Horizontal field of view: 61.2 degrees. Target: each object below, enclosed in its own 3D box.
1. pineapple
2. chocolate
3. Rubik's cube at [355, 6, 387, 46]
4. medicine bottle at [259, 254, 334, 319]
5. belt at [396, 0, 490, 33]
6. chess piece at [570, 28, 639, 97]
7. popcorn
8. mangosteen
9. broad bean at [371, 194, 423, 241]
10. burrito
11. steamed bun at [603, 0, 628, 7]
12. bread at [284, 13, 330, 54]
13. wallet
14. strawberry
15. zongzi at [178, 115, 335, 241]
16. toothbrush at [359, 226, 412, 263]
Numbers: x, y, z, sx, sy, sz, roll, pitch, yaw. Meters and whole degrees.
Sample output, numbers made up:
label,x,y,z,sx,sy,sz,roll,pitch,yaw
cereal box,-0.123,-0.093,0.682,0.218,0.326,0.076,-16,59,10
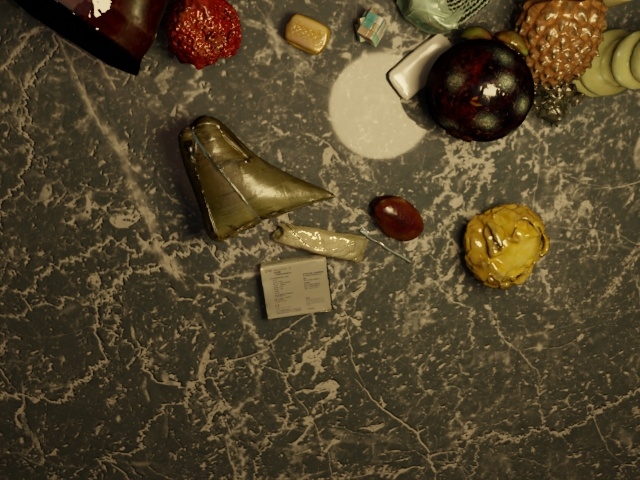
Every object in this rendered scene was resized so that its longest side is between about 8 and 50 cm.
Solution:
label,x,y,z,sx,sy,sz,roll,pitch,yaw
pineapple,0.604,-0.453,1.413,0.223,0.223,0.357,-7,124,-4
chocolate,-0.493,-0.617,1.202,0.383,0.383,0.331,29,85,-13
Rubik's cube,0.126,-0.551,1.402,0.073,0.084,0.075,34,83,13
medicine bottle,-0.069,0.135,1.584,0.201,0.052,0.171,-9,106,-3
belt,0.321,-0.643,1.355,0.257,0.150,0.207,-37,97,4
chess piece,0.790,-0.453,1.361,0.182,0.330,0.182,-1,105,-4
popcorn,0.519,0.008,1.539,0.250,0.190,0.250,-1,99,-5
mangosteen,0.405,-0.391,1.368,0.288,0.288,0.288,-2,106,-5
broad bean,0.221,-0.062,1.545,0.114,0.084,0.165,-36,113,22
burrito,0.000,0.000,1.548,0.275,0.059,0.082,13,96,-8
steamed bun,0.696,-0.694,1.350,0.155,0.200,0.250,-39,103,7
bread,-0.035,-0.531,1.398,0.115,0.056,0.082,19,103,-4
wallet,0.275,-0.471,1.458,0.190,0.033,0.095,-40,107,7
strawberry,-0.287,-0.522,1.305,0.187,0.201,0.184,25,77,3
zongzi,-0.168,-0.196,1.423,0.360,0.160,0.323,-16,108,0
toothbrush,0.194,0.018,1.597,0.193,0.013,0.019,33,91,-13
